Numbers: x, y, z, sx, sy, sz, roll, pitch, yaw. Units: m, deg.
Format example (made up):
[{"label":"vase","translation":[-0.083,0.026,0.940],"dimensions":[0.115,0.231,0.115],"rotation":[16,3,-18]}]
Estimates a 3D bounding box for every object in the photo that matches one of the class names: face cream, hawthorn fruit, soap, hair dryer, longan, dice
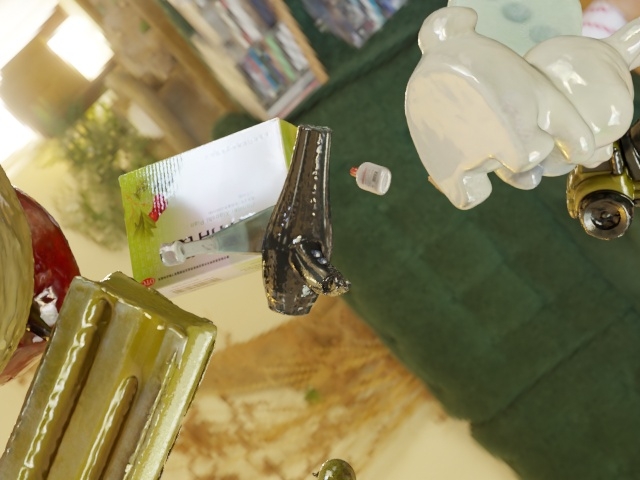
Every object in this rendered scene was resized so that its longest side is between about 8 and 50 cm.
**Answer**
[{"label":"face cream","translation":[0.070,-0.091,1.756],"dimensions":[0.021,0.040,0.083],"rotation":[8,-171,-34]},{"label":"hawthorn fruit","translation":[-0.416,0.065,1.469],"dimensions":[0.369,0.284,0.285],"rotation":[19,159,34]},{"label":"soap","translation":[-0.199,0.156,1.139],"dimensions":[0.135,0.233,0.076],"rotation":[27,-170,20]},{"label":"hair dryer","translation":[0.000,0.000,1.177],"dimensions":[0.075,0.195,0.219],"rotation":[5,-166,-16]},{"label":"longan","translation":[0.021,0.414,2.134],"dimensions":[0.083,0.075,0.075],"rotation":[3,151,26]},{"label":"dice","translation":[0.374,-0.364,2.478],"dimensions":[0.263,0.268,0.264],"rotation":[8,144,2]}]

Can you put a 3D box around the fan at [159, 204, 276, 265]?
[{"label":"fan","translation":[-0.092,-0.005,1.247],"dimensions":[0.023,0.057,0.282],"rotation":[1,-177,20]}]

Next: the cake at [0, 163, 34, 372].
[{"label":"cake","translation":[-0.387,0.015,0.996],"dimensions":[0.332,0.332,0.321],"rotation":[46,-177,-9]}]

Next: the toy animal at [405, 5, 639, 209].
[{"label":"toy animal","translation":[0.285,-0.200,1.557],"dimensions":[0.196,0.368,0.241],"rotation":[-30,78,59]}]

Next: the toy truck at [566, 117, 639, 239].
[{"label":"toy truck","translation":[0.438,-0.106,1.654],"dimensions":[0.224,0.147,0.165],"rotation":[-5,120,22]}]

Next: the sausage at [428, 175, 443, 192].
[{"label":"sausage","translation":[0.238,-0.138,2.182],"dimensions":[0.078,0.078,0.304],"rotation":[45,-157,-7]}]

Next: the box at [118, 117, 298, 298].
[{"label":"box","translation":[-0.137,-0.038,1.631],"dimensions":[0.062,0.260,0.175],"rotation":[22,-126,-62]}]
